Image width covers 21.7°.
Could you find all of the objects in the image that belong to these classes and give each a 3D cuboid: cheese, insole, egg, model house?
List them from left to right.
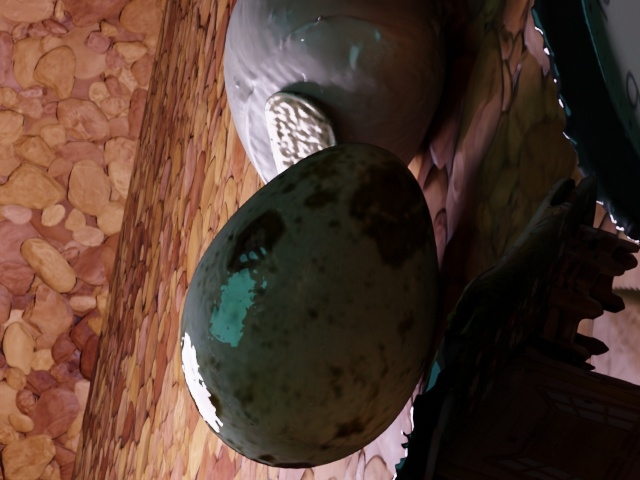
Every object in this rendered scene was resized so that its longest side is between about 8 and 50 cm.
[{"bbox_3d":[-0.003,0.043,1.121,0.169,0.169,0.231,-116,46,-67],"label":"egg"},{"bbox_3d":[0.000,0.000,1.216,0.011,0.081,0.248,-43,-44,-39],"label":"insole"},{"bbox_3d":[0.008,-0.138,1.229,0.198,0.154,0.189,118,162,-49],"label":"cheese"},{"bbox_3d":[0.117,0.143,0.670,0.207,0.154,0.294,-40,-36,-57],"label":"model house"}]

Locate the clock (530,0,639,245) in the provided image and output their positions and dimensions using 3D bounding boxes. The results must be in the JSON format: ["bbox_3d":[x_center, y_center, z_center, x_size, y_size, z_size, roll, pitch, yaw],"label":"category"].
[{"bbox_3d":[0.141,-0.146,0.678,0.312,0.061,0.313,171,90,-85],"label":"clock"}]
